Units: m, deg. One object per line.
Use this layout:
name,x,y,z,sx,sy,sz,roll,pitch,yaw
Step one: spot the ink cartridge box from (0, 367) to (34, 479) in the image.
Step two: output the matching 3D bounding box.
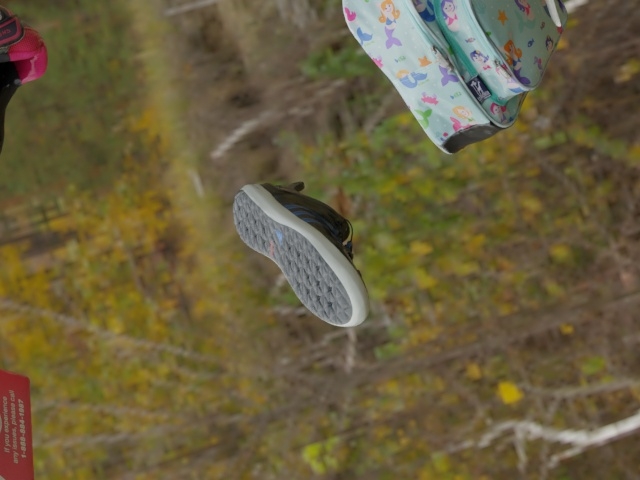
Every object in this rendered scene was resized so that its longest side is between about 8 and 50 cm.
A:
ink cartridge box,-0.279,0.139,0.850,0.100,0.237,0.172,-34,51,33

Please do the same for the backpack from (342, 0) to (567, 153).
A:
backpack,0.156,-0.261,1.843,0.253,0.225,0.191,45,135,-14

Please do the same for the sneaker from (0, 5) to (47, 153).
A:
sneaker,-0.303,-0.049,1.142,0.121,0.112,0.299,85,-155,-75

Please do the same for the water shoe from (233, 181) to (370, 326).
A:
water shoe,0.000,0.000,1.380,0.203,0.080,0.073,44,139,43

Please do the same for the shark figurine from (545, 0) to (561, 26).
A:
shark figurine,0.168,-0.290,1.420,0.278,0.116,0.166,108,149,-74
